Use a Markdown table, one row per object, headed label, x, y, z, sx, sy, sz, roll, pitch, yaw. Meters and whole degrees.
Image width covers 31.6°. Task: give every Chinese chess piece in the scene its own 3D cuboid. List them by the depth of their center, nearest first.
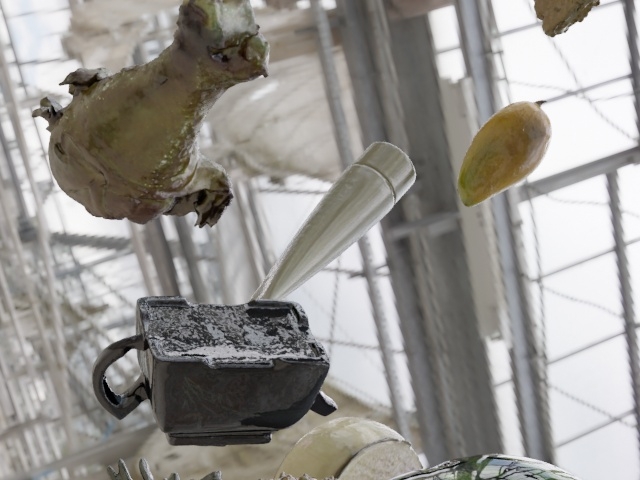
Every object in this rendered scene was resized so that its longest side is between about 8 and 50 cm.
| label | x | y | z | sx | sy | sz | roll | pitch | yaw |
| --- | --- | --- | --- | --- | --- | --- | --- | --- | --- |
| Chinese chess piece | 0.041 | 0.405 | 1.736 | 0.112 | 0.270 | 0.270 | 19 | -54 | 44 |

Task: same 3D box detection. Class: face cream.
| label | x | y | z | sx | sy | sz | roll | pitch | yaw |
| --- | --- | --- | --- | --- | --- | --- | --- | --- | --- |
| face cream | 0.000 | 0.000 | 1.512 | 0.084 | 0.341 | 0.137 | 46 | -29 | -5 |

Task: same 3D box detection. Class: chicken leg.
| label | x | y | z | sx | sy | sz | roll | pitch | yaw |
| --- | --- | --- | --- | --- | --- | --- | --- | --- | --- |
| chicken leg | -0.160 | -0.106 | 1.158 | 0.361 | 0.140 | 0.211 | -17 | -56 | 47 |

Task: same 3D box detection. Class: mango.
| label | x | y | z | sx | sy | sz | roll | pitch | yaw |
| --- | --- | --- | --- | --- | --- | --- | --- | --- | --- |
| mango | 0.261 | -0.125 | 1.600 | 0.101 | 0.187 | 0.066 | 46 | -5 | -18 |

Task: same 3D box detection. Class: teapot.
| label | x | y | z | sx | sy | sz | roll | pitch | yaw |
| --- | --- | --- | --- | --- | --- | --- | --- | --- | --- |
| teapot | -0.069 | 0.101 | 0.780 | 0.087 | 0.177 | 0.096 | -122 | -140 | -58 |

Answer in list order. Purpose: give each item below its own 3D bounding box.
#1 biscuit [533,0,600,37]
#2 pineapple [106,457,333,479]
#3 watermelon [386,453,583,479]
| label | x | y | z | sx | sy | sz | roll | pitch | yaw |
| --- | --- | --- | --- | --- | --- | --- | --- | --- | --- |
| biscuit | 0.226 | -0.266 | 0.814 | 0.237 | 0.026 | 0.131 | -47 | -135 | 42 |
| pineapple | -0.094 | 0.332 | 1.302 | 0.169 | 0.341 | 0.169 | -35 | -136 | 43 |
| watermelon | 0.126 | 0.298 | 0.836 | 0.285 | 0.285 | 0.285 | 49 | -31 | 44 |
